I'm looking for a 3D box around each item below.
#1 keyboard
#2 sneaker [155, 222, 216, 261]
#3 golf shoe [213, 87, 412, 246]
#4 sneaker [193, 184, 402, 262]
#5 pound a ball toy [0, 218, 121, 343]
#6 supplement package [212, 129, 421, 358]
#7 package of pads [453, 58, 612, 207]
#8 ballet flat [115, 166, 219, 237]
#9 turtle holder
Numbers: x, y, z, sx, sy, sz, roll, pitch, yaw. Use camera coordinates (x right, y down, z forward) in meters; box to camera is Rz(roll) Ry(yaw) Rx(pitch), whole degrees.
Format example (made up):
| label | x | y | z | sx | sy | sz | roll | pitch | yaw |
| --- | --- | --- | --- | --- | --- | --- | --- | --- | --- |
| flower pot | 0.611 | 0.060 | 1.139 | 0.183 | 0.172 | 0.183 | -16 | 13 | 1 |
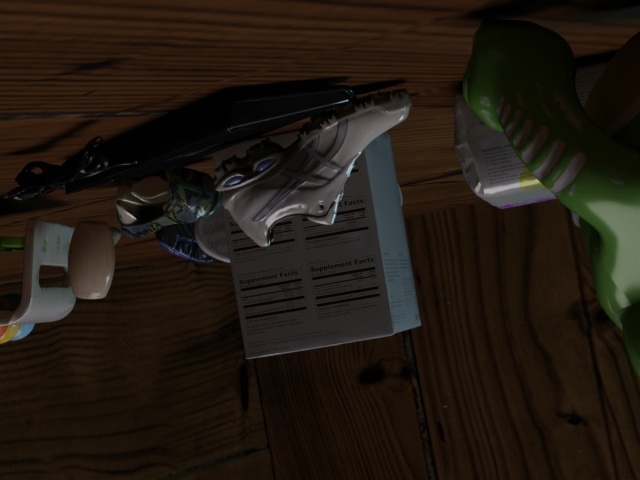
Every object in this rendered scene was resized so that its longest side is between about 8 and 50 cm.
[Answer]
| label | x | y | z | sx | sy | sz | roll | pitch | yaw |
| --- | --- | --- | --- | --- | --- | --- | --- | --- | --- |
| keyboard | -0.130 | -0.076 | 1.275 | 0.201 | 0.033 | 0.317 | -16 | -179 | -31 |
| sneaker | -0.163 | -0.011 | 2.266 | 0.087 | 0.083 | 0.221 | -5 | 179 | 32 |
| golf shoe | 0.004 | -0.059 | 1.294 | 0.176 | 0.086 | 0.069 | -27 | -174 | 13 |
| sneaker | -0.051 | -0.018 | 2.185 | 0.292 | 0.108 | 0.169 | -10 | 175 | -24 |
| pound a ball toy | -0.307 | 0.046 | 1.717 | 0.208 | 0.136 | 0.319 | 4 | 179 | 0 |
| supplement package | 0.000 | 0.000 | 1.581 | 0.149 | 0.203 | 0.194 | -10 | 177 | 11 |
| package of pads | 0.241 | -0.100 | 1.459 | 0.229 | 0.101 | 0.296 | -12 | 177 | 9 |
| ballet flat | -0.175 | -0.045 | 1.669 | 0.070 | 0.070 | 0.188 | -9 | 176 | -37 |
| turtle holder | 0.256 | -0.042 | 1.060 | 0.320 | 0.227 | 0.243 | -8 | 136 | -3 |
